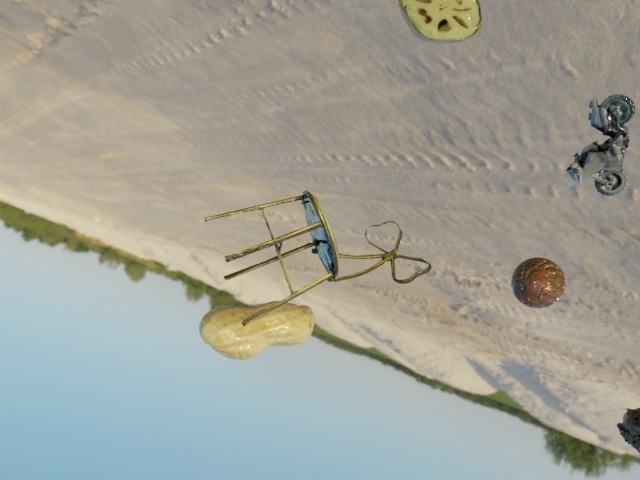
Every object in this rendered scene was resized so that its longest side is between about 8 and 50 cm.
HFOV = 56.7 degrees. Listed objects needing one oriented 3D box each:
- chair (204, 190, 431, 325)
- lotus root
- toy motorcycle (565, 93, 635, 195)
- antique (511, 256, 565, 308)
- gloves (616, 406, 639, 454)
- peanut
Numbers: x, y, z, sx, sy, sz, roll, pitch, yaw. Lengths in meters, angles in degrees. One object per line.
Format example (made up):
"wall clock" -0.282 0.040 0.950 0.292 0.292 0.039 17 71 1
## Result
"chair" 0.000 0.000 0.948 0.160 0.326 0.170 -124 19 -53
"lotus root" 0.267 -0.524 1.369 0.203 0.183 0.078 0 165 -12
"toy motorcycle" 0.733 -0.247 1.562 0.159 0.270 0.106 3 -155 26
"antique" 0.417 0.082 1.134 0.104 0.104 0.104 22 172 3
"gloves" 0.602 0.347 0.941 0.210 0.312 0.135 15 142 -2
"peanut" -0.135 0.196 1.296 0.257 0.123 0.123 -2 179 -18
